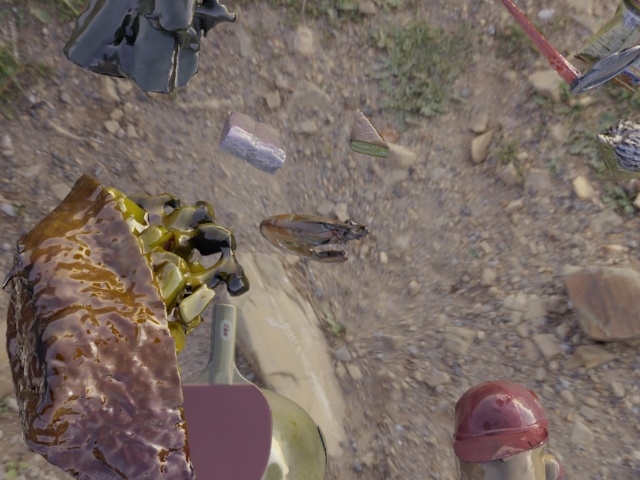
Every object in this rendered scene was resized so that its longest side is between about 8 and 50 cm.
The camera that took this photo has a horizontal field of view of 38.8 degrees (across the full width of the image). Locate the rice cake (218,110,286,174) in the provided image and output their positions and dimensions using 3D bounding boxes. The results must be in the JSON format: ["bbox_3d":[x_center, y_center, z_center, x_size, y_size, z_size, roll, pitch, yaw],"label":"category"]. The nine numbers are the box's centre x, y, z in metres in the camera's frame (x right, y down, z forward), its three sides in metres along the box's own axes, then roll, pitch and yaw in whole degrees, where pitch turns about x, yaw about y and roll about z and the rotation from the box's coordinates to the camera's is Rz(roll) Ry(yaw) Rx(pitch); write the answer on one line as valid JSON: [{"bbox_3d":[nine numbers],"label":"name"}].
[{"bbox_3d":[-0.118,-0.171,1.545,0.106,0.298,0.050,26,100,-11],"label":"rice cake"}]

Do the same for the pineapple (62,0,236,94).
[{"bbox_3d":[-0.071,-0.209,0.383,0.170,0.310,0.141,33,46,23],"label":"pineapple"}]

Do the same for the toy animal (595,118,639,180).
[{"bbox_3d":[0.489,-0.154,1.446,0.098,0.137,0.098,-12,65,26],"label":"toy animal"}]

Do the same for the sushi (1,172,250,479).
[{"bbox_3d":[-0.160,0.071,0.730,0.179,0.296,0.166,-1,125,-24],"label":"sushi"}]

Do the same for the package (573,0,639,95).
[{"bbox_3d":[0.435,-0.274,1.279,0.108,0.031,0.120,34,129,-1],"label":"package"}]

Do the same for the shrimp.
[{"bbox_3d":[0.001,-0.002,1.556,0.143,0.251,0.052,38,68,-37],"label":"shrimp"}]

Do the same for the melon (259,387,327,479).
[{"bbox_3d":[-0.128,0.366,1.446,0.269,0.330,0.268,4,101,23],"label":"melon"}]

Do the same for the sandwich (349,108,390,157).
[{"bbox_3d":[0.061,-0.148,1.318,0.044,0.031,0.083,-27,63,-17],"label":"sandwich"}]

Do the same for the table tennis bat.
[{"bbox_3d":[-0.125,0.202,1.130,0.138,0.022,0.246,5,87,-12],"label":"table tennis bat"}]

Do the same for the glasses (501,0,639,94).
[{"bbox_3d":[0.322,-0.325,1.114,0.234,0.118,0.268,-37,80,-17],"label":"glasses"}]

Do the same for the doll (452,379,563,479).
[{"bbox_3d":[0.233,0.313,1.194,0.152,0.196,0.255,10,88,-13],"label":"doll"}]
